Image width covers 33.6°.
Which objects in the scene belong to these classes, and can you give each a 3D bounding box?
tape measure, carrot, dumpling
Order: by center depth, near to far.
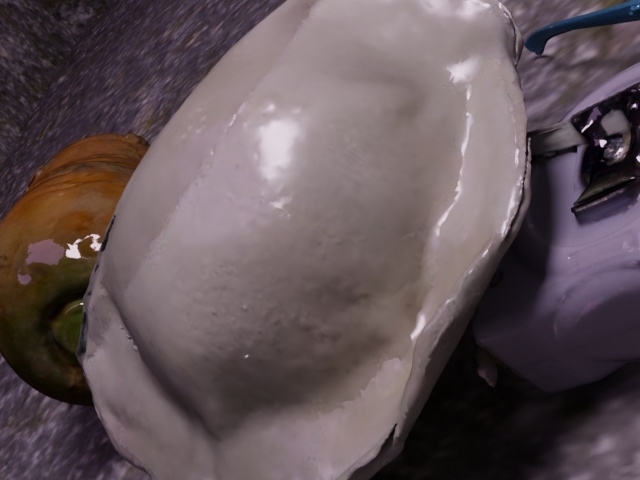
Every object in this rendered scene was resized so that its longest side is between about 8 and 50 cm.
[{"bbox_3d":[0.172,-0.022,0.577,0.196,0.105,0.178,-34,29,39],"label":"tape measure"},{"bbox_3d":[0.003,-0.003,0.623,0.341,0.181,0.260,-39,45,-14],"label":"dumpling"},{"bbox_3d":[-0.222,0.022,1.098,0.224,0.224,0.340,-46,17,12],"label":"carrot"}]

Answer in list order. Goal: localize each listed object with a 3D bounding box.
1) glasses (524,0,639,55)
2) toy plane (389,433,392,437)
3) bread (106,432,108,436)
[{"bbox_3d":[0.255,-0.214,0.789,0.189,0.088,0.220,-60,5,-16],"label":"glasses"},{"bbox_3d":[-0.009,0.180,0.676,0.189,0.061,0.130,-37,27,22],"label":"toy plane"},{"bbox_3d":[-0.070,0.086,0.817,0.224,0.142,0.212,-54,21,-4],"label":"bread"}]
